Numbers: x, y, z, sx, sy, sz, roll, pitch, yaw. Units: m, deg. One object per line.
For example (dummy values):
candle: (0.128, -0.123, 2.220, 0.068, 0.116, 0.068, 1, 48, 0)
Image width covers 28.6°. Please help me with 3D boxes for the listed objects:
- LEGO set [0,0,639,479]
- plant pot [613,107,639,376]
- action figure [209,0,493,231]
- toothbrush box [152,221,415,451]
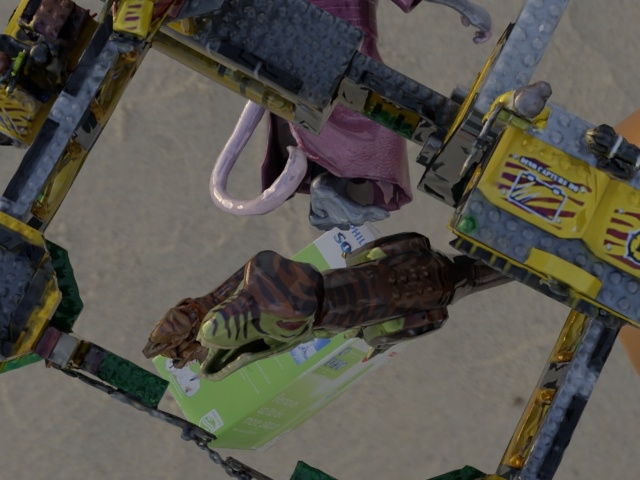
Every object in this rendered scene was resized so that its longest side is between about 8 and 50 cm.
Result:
LEGO set: (0.000, 0.000, 0.438, 0.331, 0.192, 0.255, 35, 83, 2)
plant pot: (0.333, -0.009, 1.101, 0.203, 0.291, 0.291, -24, 68, 12)
action figure: (-0.006, -0.196, 1.193, 0.248, 0.276, 0.370, -3, 87, 48)
toothbrush box: (-0.016, 0.111, 1.424, 0.283, 0.206, 0.122, -37, 72, 6)
